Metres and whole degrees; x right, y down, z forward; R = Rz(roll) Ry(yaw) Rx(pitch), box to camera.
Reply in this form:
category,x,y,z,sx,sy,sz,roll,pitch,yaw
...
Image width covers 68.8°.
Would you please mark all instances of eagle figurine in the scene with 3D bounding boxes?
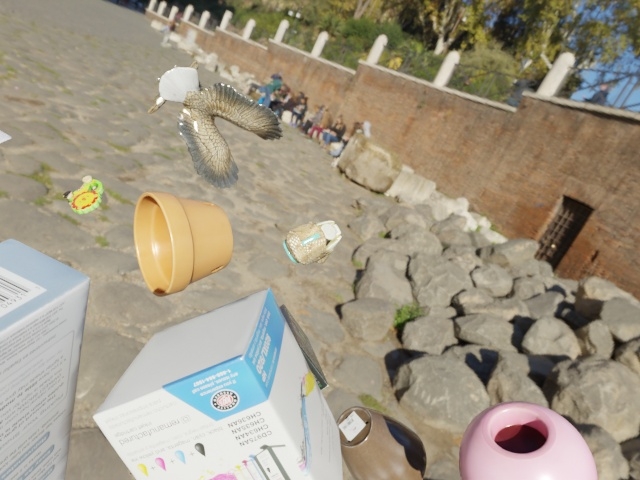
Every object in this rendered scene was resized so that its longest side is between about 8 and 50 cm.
category,x,y,z,sx,sy,sz,roll,pitch,yaw
eagle figurine,-0.271,-0.314,1.208,0.298,0.226,0.225,48,53,-1

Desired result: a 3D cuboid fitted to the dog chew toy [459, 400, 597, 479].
category,x,y,z,sx,sy,sz,roll,pitch,yaw
dog chew toy,0.356,0.439,0.791,0.206,0.332,0.206,-16,22,7

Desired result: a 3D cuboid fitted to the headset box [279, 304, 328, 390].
category,x,y,z,sx,sy,sz,roll,pitch,yaw
headset box,-0.141,0.308,1.134,0.131,0.246,0.283,57,-4,-17

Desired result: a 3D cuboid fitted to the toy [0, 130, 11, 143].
category,x,y,z,sx,sy,sz,roll,pitch,yaw
toy,-0.683,-0.200,0.787,0.237,0.056,0.137,33,29,-12

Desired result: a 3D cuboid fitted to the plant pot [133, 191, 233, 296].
category,x,y,z,sx,sy,sz,roll,pitch,yaw
plant pot,-0.388,-0.001,1.347,0.203,0.291,0.291,-10,37,-39

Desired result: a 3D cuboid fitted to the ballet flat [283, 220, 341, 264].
category,x,y,z,sx,sy,sz,roll,pitch,yaw
ballet flat,0.000,0.000,0.735,0.073,0.067,0.206,62,10,-1

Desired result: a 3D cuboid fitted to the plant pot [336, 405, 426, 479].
category,x,y,z,sx,sy,sz,roll,pitch,yaw
plant pot,0.137,0.544,1.244,0.230,0.215,0.215,53,-1,-34

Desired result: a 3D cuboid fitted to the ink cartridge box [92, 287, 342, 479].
category,x,y,z,sx,sy,sz,roll,pitch,yaw
ink cartridge box,-0.094,0.213,0.538,0.168,0.171,0.233,-86,152,-73

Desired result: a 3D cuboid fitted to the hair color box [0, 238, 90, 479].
category,x,y,z,sx,sy,sz,roll,pitch,yaw
hair color box,-0.380,0.206,0.516,0.113,0.374,0.185,24,27,7

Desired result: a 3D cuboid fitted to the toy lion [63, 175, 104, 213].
category,x,y,z,sx,sy,sz,roll,pitch,yaw
toy lion,-0.579,-0.109,1.161,0.096,0.034,0.100,21,57,24
